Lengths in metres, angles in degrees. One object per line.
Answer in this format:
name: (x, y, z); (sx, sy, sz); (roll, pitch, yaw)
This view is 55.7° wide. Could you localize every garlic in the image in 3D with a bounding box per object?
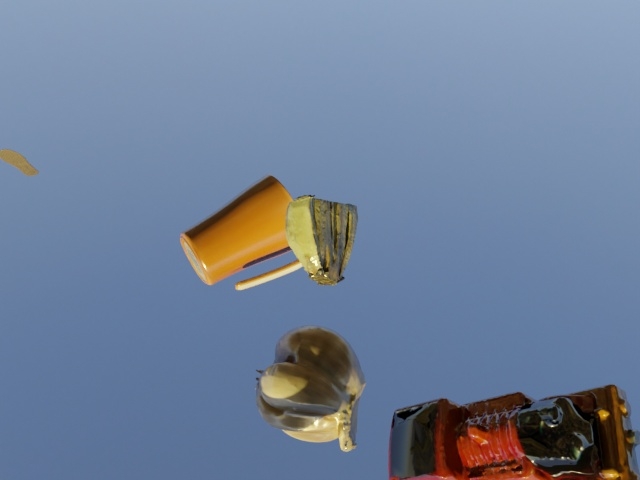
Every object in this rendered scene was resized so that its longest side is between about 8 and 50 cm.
garlic: (-0.026, 0.318, 1.323); (0.291, 0.238, 0.210); (23, -131, 18)

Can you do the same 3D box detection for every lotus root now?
lotus root: (-0.004, 0.000, 0.996); (0.070, 0.143, 0.144); (-6, -105, 36)

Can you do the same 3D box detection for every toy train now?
toy train: (0.252, 0.305, 0.853); (0.231, 0.369, 0.163); (29, -129, -28)

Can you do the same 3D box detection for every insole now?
insole: (-0.701, -0.180, 1.408); (0.044, 0.135, 0.002); (-16, -109, -1)

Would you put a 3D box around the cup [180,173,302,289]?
cup: (-0.153, -0.003, 1.332); (0.263, 0.182, 0.226); (-30, -114, -18)
